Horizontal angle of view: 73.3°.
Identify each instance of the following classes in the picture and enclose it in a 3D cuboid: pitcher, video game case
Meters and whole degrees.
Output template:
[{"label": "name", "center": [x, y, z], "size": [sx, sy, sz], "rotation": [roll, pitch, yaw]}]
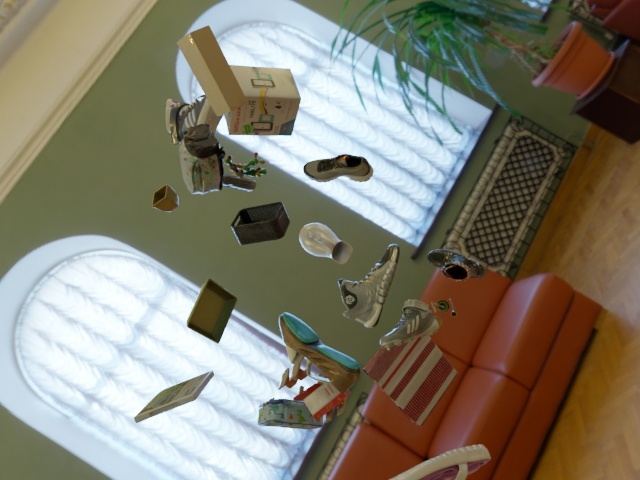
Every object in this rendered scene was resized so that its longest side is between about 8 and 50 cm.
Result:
[{"label": "pitcher", "center": [0.000, 0.000, 1.671], "size": [0.126, 0.207, 0.177], "rotation": [-59, -39, -4]}, {"label": "video game case", "center": [-0.482, 0.519, 1.448], "size": [0.206, 0.026, 0.227], "rotation": [-22, 2, 2]}]

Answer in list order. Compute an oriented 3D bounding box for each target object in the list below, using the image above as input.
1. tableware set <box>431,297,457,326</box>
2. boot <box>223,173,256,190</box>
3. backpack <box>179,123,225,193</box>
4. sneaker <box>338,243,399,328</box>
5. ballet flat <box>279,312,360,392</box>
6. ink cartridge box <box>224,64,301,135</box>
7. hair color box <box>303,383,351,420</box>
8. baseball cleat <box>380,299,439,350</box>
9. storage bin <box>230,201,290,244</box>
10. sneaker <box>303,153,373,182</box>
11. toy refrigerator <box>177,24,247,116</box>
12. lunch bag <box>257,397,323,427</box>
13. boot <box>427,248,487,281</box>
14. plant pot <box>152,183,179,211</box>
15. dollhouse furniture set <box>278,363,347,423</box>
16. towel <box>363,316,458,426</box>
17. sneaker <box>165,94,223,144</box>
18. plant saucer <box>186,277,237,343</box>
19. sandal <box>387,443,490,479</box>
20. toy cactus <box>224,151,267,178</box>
[{"label": "tableware set", "center": [0.437, 0.282, 1.627], "size": [0.154, 0.104, 0.024], "rotation": [-19, 7, 25]}, {"label": "boot", "center": [-0.413, -0.265, 1.895], "size": [0.208, 0.189, 0.076], "rotation": [-2, -74, -39]}, {"label": "backpack", "center": [-0.341, -0.223, 1.239], "size": [0.115, 0.152, 0.182], "rotation": [-12, -42, -21]}, {"label": "sneaker", "center": [0.116, 0.100, 1.110], "size": [0.086, 0.132, 0.229], "rotation": [74, -144, -73]}, {"label": "ballet flat", "center": [-0.026, 0.363, 1.364], "size": [0.116, 0.342, 0.124], "rotation": [8, -72, -57]}, {"label": "ink cartridge box", "center": [-0.246, -0.560, 1.735], "size": [0.198, 0.269, 0.197], "rotation": [114, 145, -52]}, {"label": "hair color box", "center": [0.022, 0.508, 1.399], "size": [0.141, 0.072, 0.043], "rotation": [-36, -49, -9]}, {"label": "baseball cleat", "center": [0.219, 0.214, 1.114], "size": [0.205, 0.110, 0.072], "rotation": [-4, -22, -40]}, {"label": "storage bin", "center": [-0.213, -0.061, 1.539], "size": [0.122, 0.180, 0.084], "rotation": [-73, -32, -51]}, {"label": "sneaker", "center": [0.060, -0.283, 1.619], "size": [0.108, 0.271, 0.100], "rotation": [54, -138, -60]}, {"label": "toy refrigerator", "center": [-0.368, -0.581, 1.486], "size": [0.102, 0.270, 0.094], "rotation": [1, 37, 47]}, {"label": "lunch bag", "center": [-0.112, 0.633, 1.559], "size": [0.176, 0.218, 0.090], "rotation": [-45, 36, 51]}, {"label": "boot", "center": [0.487, 0.090, 1.622], "size": [0.178, 0.236, 0.085], "rotation": [-3, -72, -52]}, {"label": "plant pot", "center": [-0.637, -0.167, 1.789], "size": [0.081, 0.083, 0.082], "rotation": [-28, 48, 20]}, {"label": "dollhouse furniture set", "center": [0.000, 0.586, 1.677], "size": [0.259, 0.262, 0.135], "rotation": [-43, 15, 28]}, {"label": "towel", "center": [0.303, 0.426, 1.406], "size": [0.237, 0.329, 0.037], "rotation": [-47, 24, -16]}, {"label": "sneaker", "center": [-0.517, -0.517, 1.698], "size": [0.130, 0.236, 0.323], "rotation": [-47, -8, -48]}, {"label": "plant saucer", "center": [-0.405, 0.257, 1.575], "size": [0.188, 0.045, 0.188], "rotation": [51, -129, -50]}, {"label": "sandal", "center": [0.285, 0.593, 1.043], "size": [0.416, 0.102, 0.169], "rotation": [-1, -45, -32]}, {"label": "toy cactus", "center": [-0.366, -0.339, 2.012], "size": [0.218, 0.112, 0.180], "rotation": [0, -21, -42]}]
